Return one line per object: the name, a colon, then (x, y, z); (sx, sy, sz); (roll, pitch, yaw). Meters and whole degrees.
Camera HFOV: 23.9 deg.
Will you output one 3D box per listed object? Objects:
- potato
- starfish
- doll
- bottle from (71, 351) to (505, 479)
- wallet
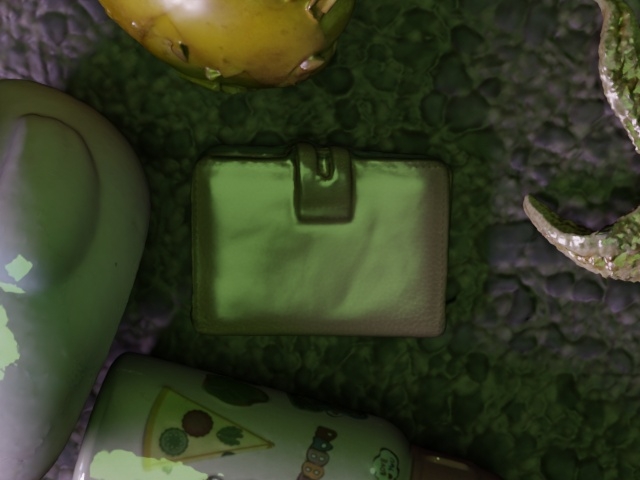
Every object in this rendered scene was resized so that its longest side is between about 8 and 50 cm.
potato: (-0.085, -0.213, 0.793); (0.173, 0.140, 0.300); (-37, 91, 16)
starfish: (0.241, -0.028, 0.862); (0.236, 0.062, 0.277); (-23, 95, 2)
doll: (-0.210, 0.018, 0.795); (0.221, 0.221, 0.251); (20, 62, -1)
bottle: (-0.010, 0.149, 0.869); (0.253, 0.120, 0.120); (14, 101, 1)
wallet: (0.000, 0.000, 0.881); (0.153, 0.039, 0.118); (3, 103, -1)
